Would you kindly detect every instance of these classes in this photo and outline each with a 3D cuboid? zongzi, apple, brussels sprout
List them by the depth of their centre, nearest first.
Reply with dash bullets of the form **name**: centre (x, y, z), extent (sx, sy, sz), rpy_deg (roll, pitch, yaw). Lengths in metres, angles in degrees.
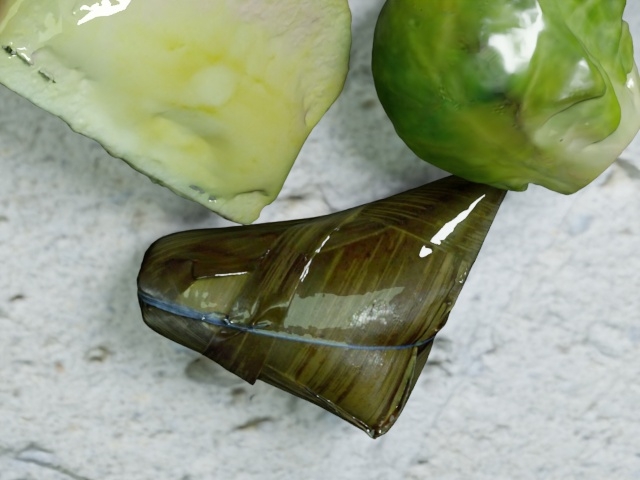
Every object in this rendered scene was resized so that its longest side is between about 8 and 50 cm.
- **apple**: centre (-0.088, -0.146, 0.982), extent (0.193, 0.120, 0.265), rpy_deg (-48, 136, 11)
- **brussels sprout**: centre (0.120, -0.111, 0.989), extent (0.161, 0.144, 0.180), rpy_deg (-38, 104, -14)
- **zongzi**: centre (0.000, 0.000, 1.086), extent (0.221, 0.112, 0.242), rpy_deg (22, 113, -10)
